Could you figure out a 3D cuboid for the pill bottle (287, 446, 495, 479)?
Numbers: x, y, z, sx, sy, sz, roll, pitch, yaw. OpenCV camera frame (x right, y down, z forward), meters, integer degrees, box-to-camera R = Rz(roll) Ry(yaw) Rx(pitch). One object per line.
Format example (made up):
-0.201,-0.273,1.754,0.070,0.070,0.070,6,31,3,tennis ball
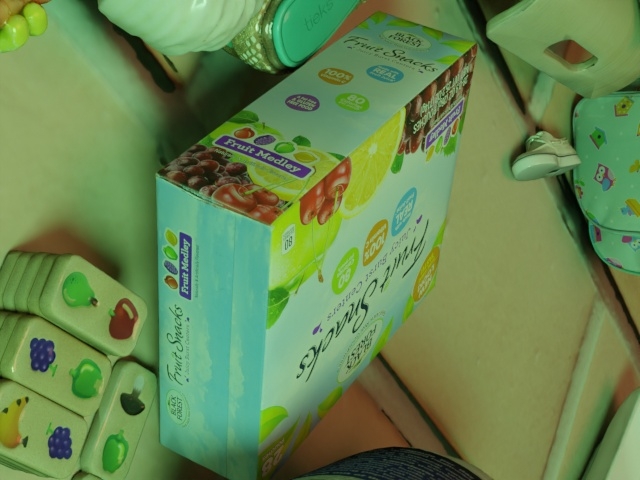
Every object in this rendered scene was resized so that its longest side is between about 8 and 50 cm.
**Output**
0.031,0.190,0.615,0.264,0.153,0.153,9,86,-72,pill bottle

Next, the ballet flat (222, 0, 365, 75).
0.009,-0.163,0.649,0.206,0.067,0.073,-42,137,-37,ballet flat

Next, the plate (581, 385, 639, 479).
0.285,0.324,1.136,0.277,0.045,0.278,-52,134,-39,plate

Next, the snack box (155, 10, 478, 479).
0.000,0.000,0.614,0.207,0.070,0.174,-42,147,-45,snack box

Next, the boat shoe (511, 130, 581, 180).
0.183,-0.072,0.960,0.100,0.035,0.035,-11,75,-51,boat shoe

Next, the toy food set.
0.182,-0.281,0.901,0.220,0.092,0.306,12,75,-56,toy food set

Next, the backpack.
0.313,-0.056,1.032,0.144,0.166,0.188,-17,104,-44,backpack

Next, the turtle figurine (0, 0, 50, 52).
-0.190,-0.116,0.349,0.217,0.087,0.269,-64,149,-18,turtle figurine

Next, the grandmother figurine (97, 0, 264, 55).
0.008,-0.207,0.570,0.342,0.208,0.104,-49,169,-33,grandmother figurine

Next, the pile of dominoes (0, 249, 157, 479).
-0.148,0.123,0.476,0.196,0.040,0.251,43,58,-49,pile of dominoes
